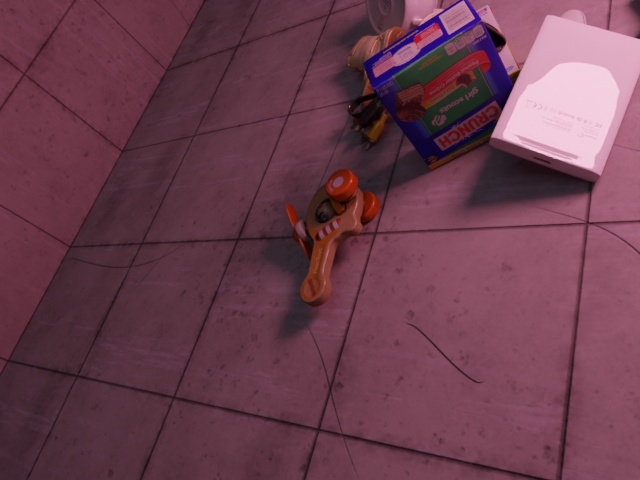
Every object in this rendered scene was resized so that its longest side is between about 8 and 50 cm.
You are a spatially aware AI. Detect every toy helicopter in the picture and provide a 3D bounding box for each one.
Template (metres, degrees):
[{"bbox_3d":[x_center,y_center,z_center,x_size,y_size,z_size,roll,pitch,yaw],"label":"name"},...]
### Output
[{"bbox_3d":[0.000,0.000,1.436,0.234,0.140,0.355,-8,57,37],"label":"toy helicopter"}]

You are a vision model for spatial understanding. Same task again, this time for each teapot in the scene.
[{"bbox_3d":[0.275,-0.740,1.734,0.187,0.256,0.252,-19,10,-24],"label":"teapot"}]

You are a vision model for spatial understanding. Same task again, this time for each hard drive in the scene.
[{"bbox_3d":[0.544,-0.318,1.228,0.232,0.047,0.353,23,74,15],"label":"hard drive"}]

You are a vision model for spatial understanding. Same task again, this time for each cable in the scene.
[{"bbox_3d":[0.187,-0.399,1.594,0.287,0.072,0.140,-43,57,19],"label":"cable"}]

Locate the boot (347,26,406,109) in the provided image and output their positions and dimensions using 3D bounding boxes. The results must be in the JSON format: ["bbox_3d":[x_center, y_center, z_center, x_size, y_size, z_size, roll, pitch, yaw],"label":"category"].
[{"bbox_3d":[0.149,-0.515,1.730,0.203,0.095,0.262,23,97,60],"label":"boot"}]

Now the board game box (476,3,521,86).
[{"bbox_3d":[0.393,-0.477,1.527,0.242,0.064,0.317,-23,47,23],"label":"board game box"}]

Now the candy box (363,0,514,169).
[{"bbox_3d":[0.297,-0.349,1.322,0.268,0.317,0.122,-29,47,21],"label":"candy box"}]

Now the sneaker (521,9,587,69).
[{"bbox_3d":[0.569,-0.472,1.362,0.094,0.091,0.258,14,69,44],"label":"sneaker"}]

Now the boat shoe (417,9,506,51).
[{"bbox_3d":[0.347,-0.494,1.363,0.092,0.285,0.103,35,125,40],"label":"boat shoe"}]
